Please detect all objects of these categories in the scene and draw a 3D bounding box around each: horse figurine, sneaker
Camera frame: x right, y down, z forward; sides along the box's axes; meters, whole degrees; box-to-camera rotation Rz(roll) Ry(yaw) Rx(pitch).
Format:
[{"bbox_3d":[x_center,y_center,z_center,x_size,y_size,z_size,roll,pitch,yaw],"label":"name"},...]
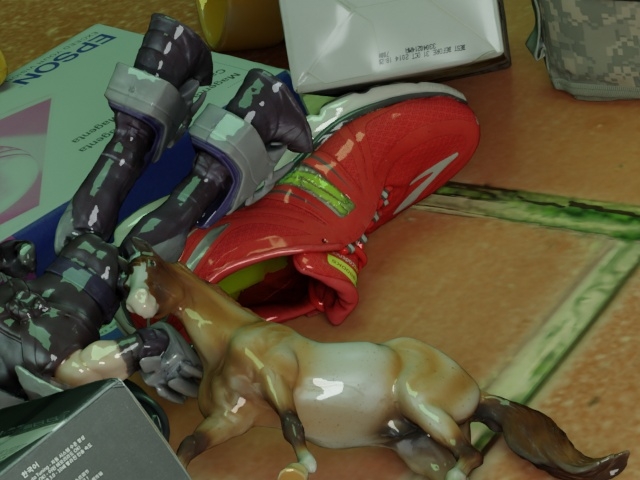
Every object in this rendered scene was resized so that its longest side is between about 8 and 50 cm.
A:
[{"bbox_3d":[0.019,0.090,0.906,0.263,0.066,0.174,12,26,-12],"label":"horse figurine"},{"bbox_3d":[0.000,0.000,1.118,0.279,0.107,0.118,-31,49,-18],"label":"sneaker"}]

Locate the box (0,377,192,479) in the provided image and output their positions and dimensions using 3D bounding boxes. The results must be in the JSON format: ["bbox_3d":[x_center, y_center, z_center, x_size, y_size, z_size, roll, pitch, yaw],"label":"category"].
[{"bbox_3d":[-0.226,0.190,0.772,0.307,0.076,0.242,-39,10,-31],"label":"box"}]

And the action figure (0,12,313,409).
[{"bbox_3d":[-0.123,0.013,1.012,0.185,0.099,0.285,29,71,17],"label":"action figure"}]

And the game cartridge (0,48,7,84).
[{"bbox_3d":[-0.422,-0.120,1.476,0.285,0.052,0.324,-27,20,-12],"label":"game cartridge"}]

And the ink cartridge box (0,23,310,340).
[{"bbox_3d":[-0.180,-0.044,1.279,0.324,0.071,0.330,-35,34,-32],"label":"ink cartridge box"}]

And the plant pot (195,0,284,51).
[{"bbox_3d":[-0.003,-0.265,1.465,0.188,0.205,0.205,-4,28,-12],"label":"plant pot"}]

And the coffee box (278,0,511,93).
[{"bbox_3d":[0.058,-0.160,1.236,0.141,0.098,0.246,-9,3,7],"label":"coffee box"}]

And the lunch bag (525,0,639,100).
[{"bbox_3d":[0.275,-0.231,1.220,0.287,0.235,0.169,-13,33,3],"label":"lunch bag"}]

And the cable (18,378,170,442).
[{"bbox_3d":[-0.175,0.123,1.024,0.185,0.047,0.150,-11,24,7],"label":"cable"}]
